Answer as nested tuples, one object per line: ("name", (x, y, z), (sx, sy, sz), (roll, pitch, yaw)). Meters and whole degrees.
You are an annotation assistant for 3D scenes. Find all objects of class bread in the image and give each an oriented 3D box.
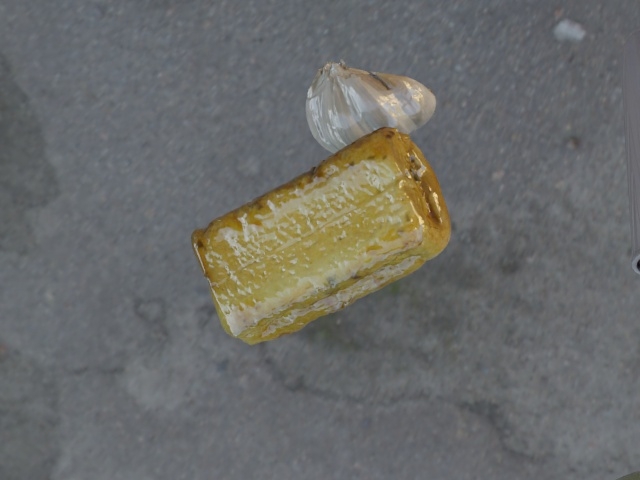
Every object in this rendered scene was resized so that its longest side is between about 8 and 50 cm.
("bread", (0.000, 0.000, 1.067), (0.211, 0.083, 0.114), (-26, 79, 22))

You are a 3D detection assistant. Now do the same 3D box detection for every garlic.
("garlic", (0.040, -0.110, 1.137), (0.113, 0.074, 0.094), (-25, 136, 25))

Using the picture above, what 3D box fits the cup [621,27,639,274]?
("cup", (0.433, -0.107, 1.440), (0.208, 0.273, 0.288), (-4, 163, 15))

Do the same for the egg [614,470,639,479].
("egg", (0.355, 0.359, 1.401), (0.218, 0.218, 0.295), (25, 151, 5))
